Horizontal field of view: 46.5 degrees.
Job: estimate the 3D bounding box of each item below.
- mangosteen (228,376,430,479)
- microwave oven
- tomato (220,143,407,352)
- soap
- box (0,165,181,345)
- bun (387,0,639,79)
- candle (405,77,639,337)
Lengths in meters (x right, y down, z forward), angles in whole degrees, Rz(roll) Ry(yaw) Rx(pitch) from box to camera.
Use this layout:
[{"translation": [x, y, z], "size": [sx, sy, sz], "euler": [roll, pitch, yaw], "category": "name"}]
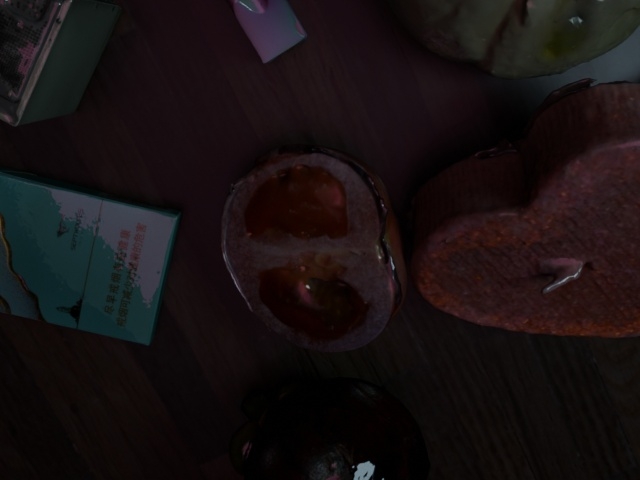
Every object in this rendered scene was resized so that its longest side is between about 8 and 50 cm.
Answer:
[{"translation": [0.011, 0.245, 0.840], "size": [0.216, 0.216, 0.216], "euler": [0, 104, -1], "category": "mangosteen"}, {"translation": [-0.345, -0.232, 0.713], "size": [0.241, 0.194, 0.145], "euler": [28, 100, -6], "category": "microwave oven"}, {"translation": [0.000, 0.000, 0.816], "size": [0.199, 0.112, 0.227], "euler": [-1, 106, 22], "category": "tomato"}, {"translation": [-0.072, -0.258, 0.757], "size": [0.056, 0.100, 0.149], "euler": [-30, 103, 6], "category": "soap"}, {"translation": [-0.288, 0.016, 0.848], "size": [0.229, 0.041, 0.162], "euler": [13, 102, -5], "category": "box"}, {"translation": [0.207, -0.330, 0.676], "size": [0.365, 0.219, 0.365], "euler": [-3, 106, -9], "category": "bun"}, {"translation": [0.260, 0.009, 0.771], "size": [0.317, 0.131, 0.287], "euler": [-27, 127, 31], "category": "candle"}]
